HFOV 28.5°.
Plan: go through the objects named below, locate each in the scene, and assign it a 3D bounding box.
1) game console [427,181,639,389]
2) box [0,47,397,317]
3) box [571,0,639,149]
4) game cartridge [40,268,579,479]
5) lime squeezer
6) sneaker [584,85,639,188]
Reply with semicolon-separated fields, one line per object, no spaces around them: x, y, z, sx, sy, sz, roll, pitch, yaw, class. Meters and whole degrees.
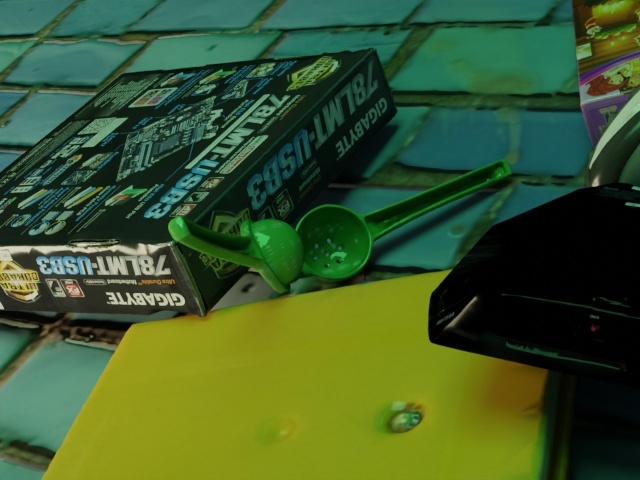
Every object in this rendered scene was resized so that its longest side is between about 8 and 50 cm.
0.250;0.035;0.633;0.361;0.044;0.213;10;22;29;game console
-0.131;-0.052;1.022;0.293;0.073;0.295;1;35;36;box
0.335;-0.167;0.926;0.293;0.057;0.201;-13;36;17;box
-0.016;0.128;0.735;0.323;0.053;0.285;-11;31;24;game cartridge
0.000;0.000;0.855;0.310;0.059;0.110;-11;-5;-44;lime squeezer
0.296;-0.067;0.779;0.271;0.100;0.108;-19;39;8;sneaker
